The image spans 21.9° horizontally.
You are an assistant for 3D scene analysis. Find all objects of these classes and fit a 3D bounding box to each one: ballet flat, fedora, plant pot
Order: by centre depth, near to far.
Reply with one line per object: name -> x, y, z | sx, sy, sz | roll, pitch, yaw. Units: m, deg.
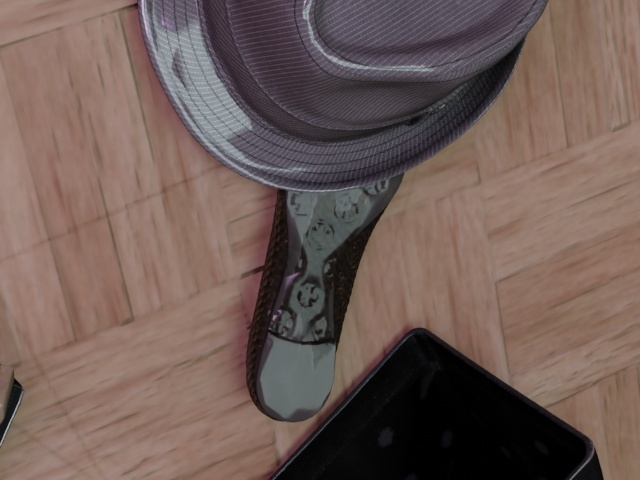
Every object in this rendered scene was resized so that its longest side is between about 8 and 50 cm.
fedora -> 0.038, -0.157, 1.019 | 0.275, 0.124, 0.244 | -25, 103, -23
ballet flat -> 0.000, 0.000, 1.117 | 0.084, 0.058, 0.250 | 12, 93, -15
plant pot -> 0.094, 0.209, 1.167 | 0.187, 0.188, 0.167 | -46, 135, -11

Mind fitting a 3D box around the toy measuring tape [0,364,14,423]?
toy measuring tape -> -0.301, -0.006, 0.895 | 0.121, 0.121, 0.330 | -42, 122, -13

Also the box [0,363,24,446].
box -> -0.326, 0.168, 0.969 | 0.216, 0.060, 0.270 | 22, 93, -33
